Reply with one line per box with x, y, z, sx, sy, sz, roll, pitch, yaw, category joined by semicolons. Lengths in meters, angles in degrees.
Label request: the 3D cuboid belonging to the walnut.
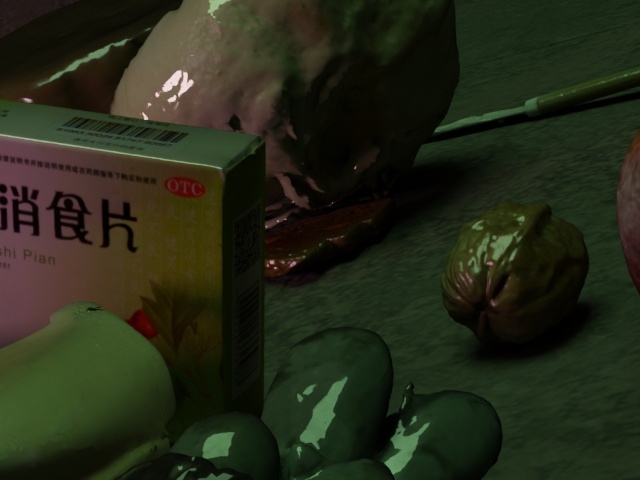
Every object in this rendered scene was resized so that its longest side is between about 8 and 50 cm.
0.112;0.019;1.130;0.079;0.082;0.096;21;35;16;walnut

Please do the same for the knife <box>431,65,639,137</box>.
0.166;-0.110;1.635;0.298;0.017;0.047;-15;13;26;knife

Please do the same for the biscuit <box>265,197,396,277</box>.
0.000;0.000;1.431;0.130;0.019;0.119;-23;14;-16;biscuit

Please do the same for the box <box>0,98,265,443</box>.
-0.161;0.013;1.134;0.261;0.175;0.062;9;24;19;box

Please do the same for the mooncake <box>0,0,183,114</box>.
-0.181;-0.100;1.687;0.324;0.187;0.324;-19;16;6;mooncake

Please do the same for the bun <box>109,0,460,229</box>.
-0.008;-0.102;1.463;0.287;0.287;0.146;-24;61;-22;bun

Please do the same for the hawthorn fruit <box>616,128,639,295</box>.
0.232;-0.022;0.967;0.173;0.173;0.173;-17;15;5;hawthorn fruit

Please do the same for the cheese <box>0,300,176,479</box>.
-0.210;0.130;1.015;0.266;0.127;0.233;-7;19;33;cheese

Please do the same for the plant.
-0.023;0.131;0.752;0.149;0.146;0.274;-10;17;38;plant
